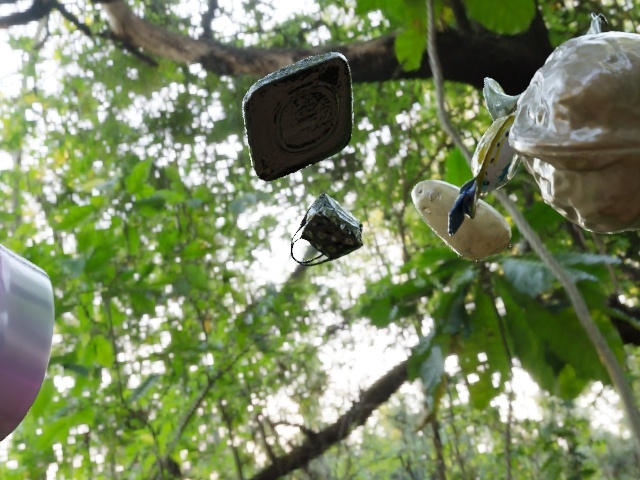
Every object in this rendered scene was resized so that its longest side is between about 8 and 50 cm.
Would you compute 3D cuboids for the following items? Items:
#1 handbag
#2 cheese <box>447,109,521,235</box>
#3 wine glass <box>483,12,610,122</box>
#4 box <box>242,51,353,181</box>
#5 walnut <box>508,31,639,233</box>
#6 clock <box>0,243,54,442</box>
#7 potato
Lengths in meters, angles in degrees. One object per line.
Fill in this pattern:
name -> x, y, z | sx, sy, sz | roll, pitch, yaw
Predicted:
handbag -> 0.000, 0.000, 1.669 | 0.115, 0.072, 0.139 | 36, -63, -23
cheese -> 0.274, -0.112, 1.468 | 0.250, 0.064, 0.157 | -53, -25, -22
wine glass -> 0.412, -0.277, 1.574 | 0.232, 0.156, 0.156 | -23, -25, 30
box -> -0.032, -0.212, 1.565 | 0.212, 0.042, 0.201 | -23, -52, -20
walnut -> 0.373, -0.142, 1.173 | 0.226, 0.273, 0.273 | 19, -33, -10
clock -> -0.515, 0.162, 1.252 | 0.338, 0.339, 0.102 | -26, -41, 24
potato -> 0.296, -0.037, 1.885 | 0.234, 0.161, 0.128 | 34, -94, -35
